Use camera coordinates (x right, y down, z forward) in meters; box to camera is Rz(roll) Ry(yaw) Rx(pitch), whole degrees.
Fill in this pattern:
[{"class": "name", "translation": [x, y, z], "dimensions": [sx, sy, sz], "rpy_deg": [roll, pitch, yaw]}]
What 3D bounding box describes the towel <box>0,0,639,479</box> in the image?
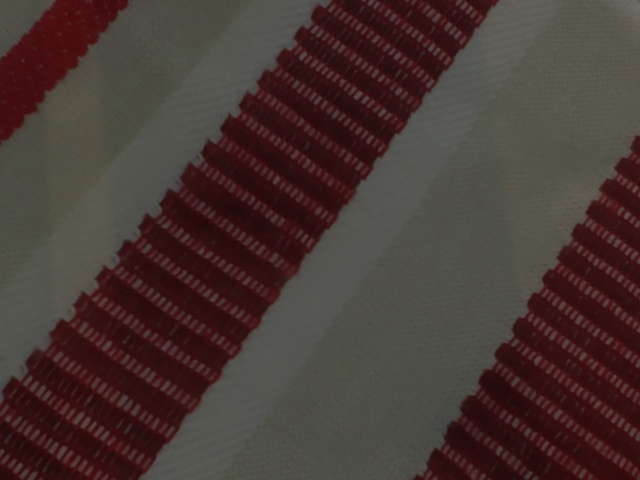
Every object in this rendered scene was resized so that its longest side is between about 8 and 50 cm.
[{"class": "towel", "translation": [0.000, 0.000, 0.395], "dimensions": [0.329, 0.037, 0.237], "rpy_deg": [39, 63, -4]}]
